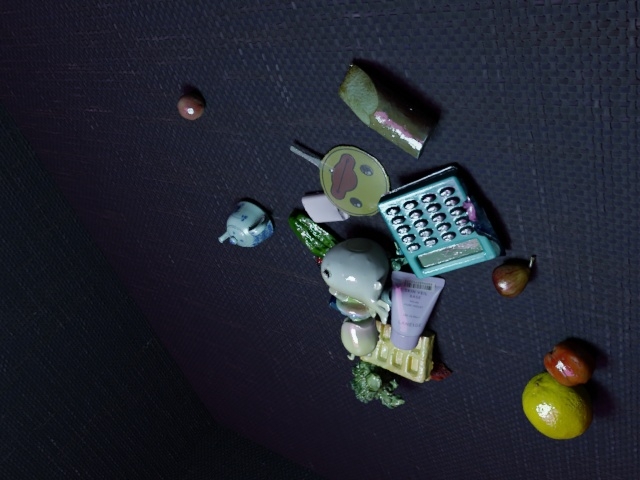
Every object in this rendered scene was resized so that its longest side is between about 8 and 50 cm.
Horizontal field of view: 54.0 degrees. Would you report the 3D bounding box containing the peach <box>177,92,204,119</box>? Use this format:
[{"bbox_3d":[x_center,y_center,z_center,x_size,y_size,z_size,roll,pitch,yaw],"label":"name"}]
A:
[{"bbox_3d":[-0.390,-0.404,1.896,0.083,0.083,0.083,27,145,21],"label":"peach"}]

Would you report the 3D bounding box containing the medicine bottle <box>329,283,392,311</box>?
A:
[{"bbox_3d":[0.146,0.189,2.029,0.124,0.079,0.258,37,150,-25],"label":"medicine bottle"}]

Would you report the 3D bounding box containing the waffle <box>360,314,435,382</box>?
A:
[{"bbox_3d":[0.245,0.351,2.074,0.274,0.057,0.167,15,106,35],"label":"waffle"}]

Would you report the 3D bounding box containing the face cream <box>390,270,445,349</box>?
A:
[{"bbox_3d":[0.274,0.205,1.886,0.154,0.096,0.273,11,127,8],"label":"face cream"}]

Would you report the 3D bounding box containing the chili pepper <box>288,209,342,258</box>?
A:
[{"bbox_3d":[0.003,-0.003,1.964,0.257,0.100,0.074,37,-175,3],"label":"chili pepper"}]

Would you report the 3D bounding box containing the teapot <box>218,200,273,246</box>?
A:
[{"bbox_3d":[-0.252,-0.039,2.120,0.232,0.159,0.159,-9,123,50],"label":"teapot"}]

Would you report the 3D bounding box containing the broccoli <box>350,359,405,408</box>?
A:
[{"bbox_3d":[0.203,0.515,2.181,0.198,0.177,0.275,58,180,-6],"label":"broccoli"}]

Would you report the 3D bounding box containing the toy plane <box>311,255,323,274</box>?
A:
[{"bbox_3d":[0.005,0.066,2.060,0.037,0.060,0.145,28,160,20],"label":"toy plane"}]

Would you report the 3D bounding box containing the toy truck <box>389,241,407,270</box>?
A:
[{"bbox_3d":[0.253,0.021,1.747,0.078,0.080,0.154,65,150,14],"label":"toy truck"}]

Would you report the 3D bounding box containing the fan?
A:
[{"bbox_3d":[0.056,-0.179,1.734,0.335,0.011,0.229,30,137,14],"label":"fan"}]

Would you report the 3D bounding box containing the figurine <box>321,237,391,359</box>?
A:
[{"bbox_3d":[0.123,0.196,1.848,0.274,0.227,0.394,-136,39,-55],"label":"figurine"}]

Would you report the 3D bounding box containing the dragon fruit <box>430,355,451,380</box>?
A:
[{"bbox_3d":[0.346,0.430,2.115,0.162,0.083,0.106,38,150,2],"label":"dragon fruit"}]

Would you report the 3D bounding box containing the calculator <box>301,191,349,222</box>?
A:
[{"bbox_3d":[0.014,-0.099,1.878,0.175,0.032,0.100,-3,126,47],"label":"calculator"}]

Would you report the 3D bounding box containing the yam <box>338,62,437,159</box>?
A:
[{"bbox_3d":[0.147,-0.301,1.448,0.259,0.106,0.106,36,147,6],"label":"yam"}]

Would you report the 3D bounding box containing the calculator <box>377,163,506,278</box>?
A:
[{"bbox_3d":[0.298,-0.035,1.570,0.248,0.058,0.274,-19,114,30],"label":"calculator"}]

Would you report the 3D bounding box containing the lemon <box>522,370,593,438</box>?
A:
[{"bbox_3d":[0.657,0.457,1.736,0.203,0.178,0.178,47,147,-11],"label":"lemon"}]

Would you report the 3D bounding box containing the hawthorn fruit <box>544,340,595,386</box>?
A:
[{"bbox_3d":[0.651,0.324,1.646,0.128,0.128,0.128,27,145,21],"label":"hawthorn fruit"}]

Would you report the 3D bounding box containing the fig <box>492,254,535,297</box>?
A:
[{"bbox_3d":[0.494,0.087,1.569,0.089,0.089,0.125,46,128,-7],"label":"fig"}]
